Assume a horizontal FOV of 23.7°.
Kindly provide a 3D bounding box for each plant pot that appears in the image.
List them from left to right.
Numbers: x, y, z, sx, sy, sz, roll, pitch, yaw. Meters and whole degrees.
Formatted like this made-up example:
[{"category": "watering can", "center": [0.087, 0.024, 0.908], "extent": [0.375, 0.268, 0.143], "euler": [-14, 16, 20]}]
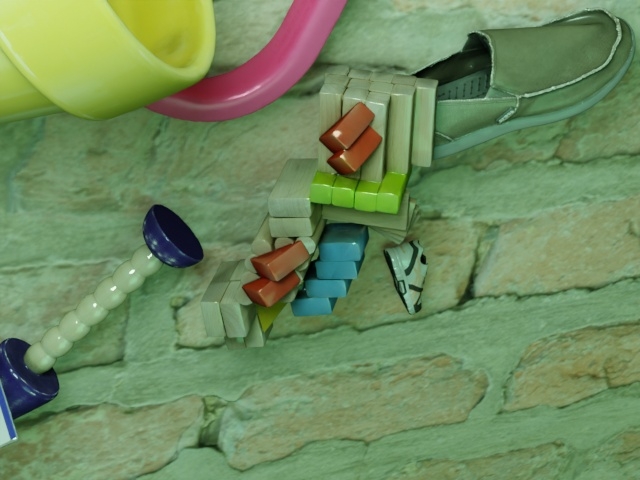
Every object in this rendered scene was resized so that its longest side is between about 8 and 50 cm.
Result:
[{"category": "plant pot", "center": [-0.237, -0.186, 1.086], "extent": [0.239, 0.254, 0.254], "euler": [-21, 143, 17]}]

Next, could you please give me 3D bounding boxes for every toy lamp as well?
[{"category": "toy lamp", "center": [-0.233, 0.080, 1.490], "extent": [0.275, 0.080, 0.080], "euler": [-40, 139, 16]}]

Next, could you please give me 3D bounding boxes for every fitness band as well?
[{"category": "fitness band", "center": [-0.071, -0.217, 1.279], "extent": [0.209, 0.054, 0.291], "euler": [4, 133, -33]}]

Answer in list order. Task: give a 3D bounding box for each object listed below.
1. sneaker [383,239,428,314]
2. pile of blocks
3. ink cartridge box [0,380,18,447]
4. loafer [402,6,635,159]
[{"category": "sneaker", "center": [0.102, 0.041, 1.668], "extent": [0.044, 0.040, 0.109], "euler": [-25, 141, -6]}, {"category": "pile of blocks", "center": [0.000, 0.000, 1.458], "extent": [0.149, 0.112, 0.362], "euler": [29, 123, -3]}, {"category": "ink cartridge box", "center": [-0.460, 0.212, 1.426], "extent": [0.371, 0.175, 0.069], "euler": [-27, 141, -1]}, {"category": "loafer", "center": [0.182, -0.157, 1.454], "extent": [0.251, 0.094, 0.087], "euler": [-26, 143, 0]}]
